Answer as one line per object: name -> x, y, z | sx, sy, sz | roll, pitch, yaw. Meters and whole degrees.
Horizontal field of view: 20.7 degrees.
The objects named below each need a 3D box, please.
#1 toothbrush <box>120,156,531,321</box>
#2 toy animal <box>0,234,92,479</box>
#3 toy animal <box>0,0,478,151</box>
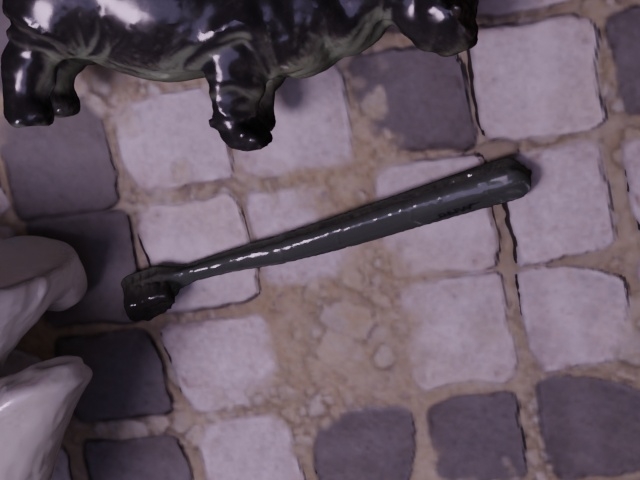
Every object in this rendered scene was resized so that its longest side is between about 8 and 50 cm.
toothbrush -> 0.000, 0.000, 1.177 | 0.297, 0.030, 0.030 | -18, 131, 14
toy animal -> -0.291, 0.128, 1.184 | 0.271, 0.206, 0.265 | 11, 108, 4
toy animal -> -0.032, -0.147, 1.091 | 0.343, 0.106, 0.168 | -9, 101, 7
